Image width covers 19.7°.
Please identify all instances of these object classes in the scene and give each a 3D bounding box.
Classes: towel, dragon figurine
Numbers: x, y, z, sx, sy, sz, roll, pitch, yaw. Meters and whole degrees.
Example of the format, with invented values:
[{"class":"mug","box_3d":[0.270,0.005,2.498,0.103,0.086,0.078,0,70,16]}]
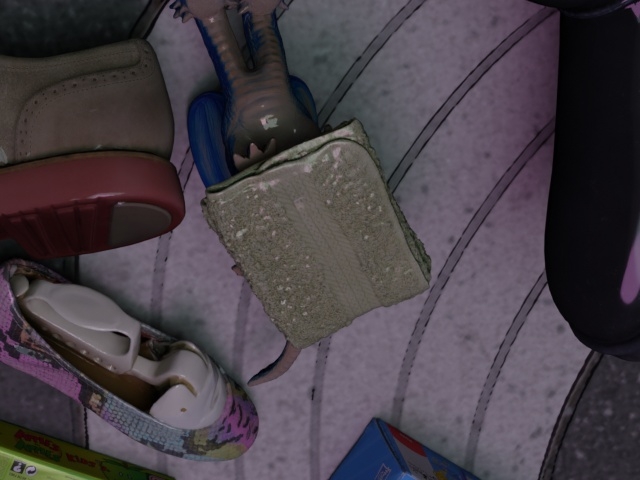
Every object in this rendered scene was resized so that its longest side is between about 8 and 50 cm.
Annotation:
[{"class":"towel","box_3d":[0.000,0.000,1.106,0.110,0.027,0.148,-26,132,3]},{"class":"dragon figurine","box_3d":[-0.034,-0.052,1.167,0.085,0.144,0.289,-14,131,-8]}]

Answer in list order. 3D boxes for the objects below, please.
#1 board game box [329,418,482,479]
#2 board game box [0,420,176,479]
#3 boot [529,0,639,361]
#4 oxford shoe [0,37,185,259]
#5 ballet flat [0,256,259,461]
[{"class":"board game box","box_3d":[0.079,0.332,1.331,0.308,0.086,0.302,32,101,-20]},{"class":"board game box","box_3d":[-0.195,0.181,1.243,0.181,0.043,0.092,21,105,-18]},{"class":"boot","box_3d":[0.070,-0.160,1.024,0.445,0.146,0.367,19,89,-31]},{"class":"oxford shoe","box_3d":[-0.258,-0.054,1.127,0.348,0.123,0.130,-4,72,-2]},{"class":"ballet flat","box_3d":[-0.126,0.077,1.195,0.221,0.077,0.079,30,144,-17]}]
